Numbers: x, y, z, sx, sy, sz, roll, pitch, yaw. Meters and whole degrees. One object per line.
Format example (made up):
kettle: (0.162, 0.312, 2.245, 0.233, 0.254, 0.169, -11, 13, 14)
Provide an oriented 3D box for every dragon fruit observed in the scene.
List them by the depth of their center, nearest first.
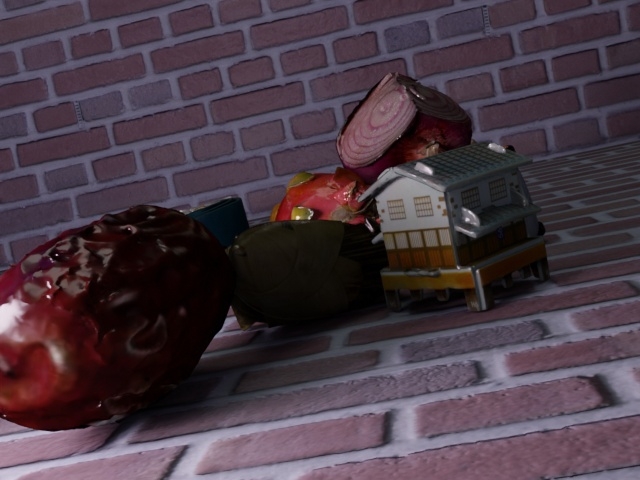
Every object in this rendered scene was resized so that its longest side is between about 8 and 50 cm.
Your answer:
dragon fruit: (0.025, -0.029, 1.597, 0.224, 0.224, 0.227, -15, 13, -20)

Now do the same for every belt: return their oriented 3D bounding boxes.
belt: (-0.343, 0.012, 2.091, 0.300, 0.173, 0.436, -12, 6, 27)

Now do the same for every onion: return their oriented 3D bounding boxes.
onion: (0.183, -0.198, 1.787, 0.256, 0.273, 0.230, -28, -40, 32)

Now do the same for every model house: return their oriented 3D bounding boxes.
model house: (0.194, -0.021, 1.251, 0.224, 0.215, 0.198, -18, 7, -41)

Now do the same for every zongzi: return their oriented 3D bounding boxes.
zongzi: (0.005, 0.028, 1.243, 0.289, 0.154, 0.317, -12, -8, -9)

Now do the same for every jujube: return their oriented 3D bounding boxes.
jujube: (-0.242, 0.086, 1.020, 0.258, 0.259, 0.377, -11, 14, 11)

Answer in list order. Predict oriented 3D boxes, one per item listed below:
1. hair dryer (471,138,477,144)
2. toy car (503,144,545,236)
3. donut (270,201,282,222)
hair dryer: (0.260, -0.078, 1.879, 0.106, 0.189, 0.344, -2, 26, 44)
toy car: (0.272, -0.055, 1.612, 0.212, 0.181, 0.270, -24, 8, -10)
donut: (0.026, -0.029, 1.896, 0.299, 0.150, 0.317, -11, 6, -13)
